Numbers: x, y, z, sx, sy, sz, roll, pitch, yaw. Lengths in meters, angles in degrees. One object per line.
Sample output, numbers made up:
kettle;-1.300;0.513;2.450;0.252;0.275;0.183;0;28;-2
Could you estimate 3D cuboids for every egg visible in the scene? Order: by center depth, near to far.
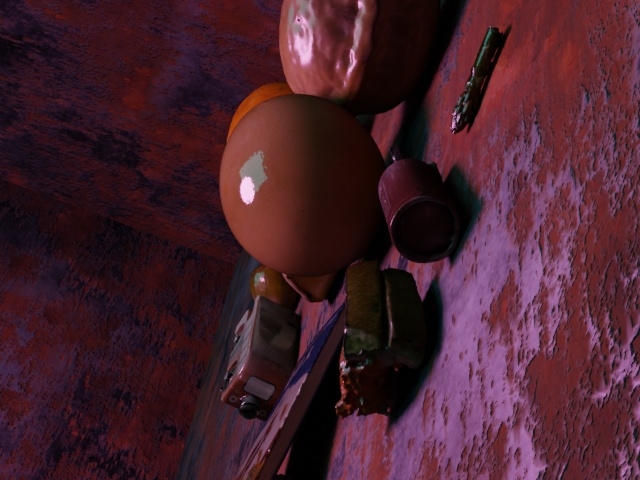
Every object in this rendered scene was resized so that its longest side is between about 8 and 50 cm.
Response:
egg;-0.031;-0.104;1.809;0.374;0.301;0.301;-99;29;-48

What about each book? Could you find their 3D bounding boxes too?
book;-0.071;0.322;1.714;0.428;0.039;0.300;-61;2;-39

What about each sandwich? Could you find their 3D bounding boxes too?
sandwich;0.079;0.131;1.326;0.184;0.109;0.160;-85;-2;-55

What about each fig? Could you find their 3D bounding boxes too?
fig;-0.092;0.134;2.444;0.127;0.185;0.133;-31;4;-1

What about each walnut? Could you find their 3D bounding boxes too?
walnut;0.069;-0.394;1.920;0.306;0.306;0.344;165;119;-80

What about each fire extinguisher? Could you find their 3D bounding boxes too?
fire extinguisher;0.131;-0.060;1.412;0.269;0.105;0.104;-92;24;-71

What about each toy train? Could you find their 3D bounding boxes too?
toy train;-0.127;0.259;2.213;0.159;0.129;0.326;-59;12;26

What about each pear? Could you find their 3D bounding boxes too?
pear;-0.021;-0.020;2.025;0.178;0.267;0.267;-36;18;13

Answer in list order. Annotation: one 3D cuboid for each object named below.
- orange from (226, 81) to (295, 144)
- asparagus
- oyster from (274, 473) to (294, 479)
orange;-0.069;-0.226;2.365;0.312;0.312;0.312;-159;90;-82
asparagus;0.225;-0.229;1.459;0.165;0.030;0.036;-69;19;1
oyster;-0.079;0.441;1.696;0.177;0.056;0.105;117;175;-66
